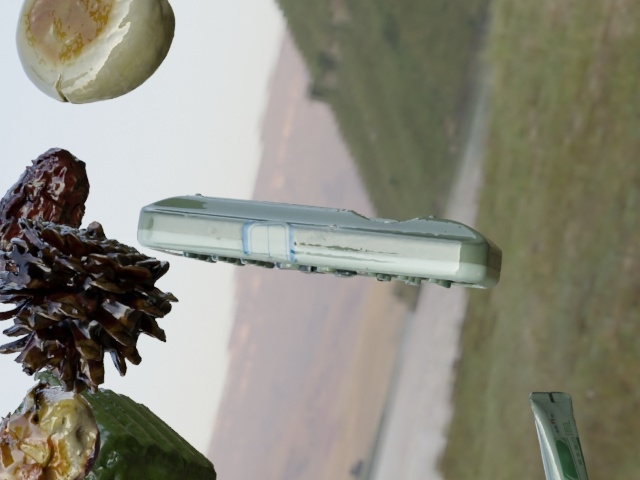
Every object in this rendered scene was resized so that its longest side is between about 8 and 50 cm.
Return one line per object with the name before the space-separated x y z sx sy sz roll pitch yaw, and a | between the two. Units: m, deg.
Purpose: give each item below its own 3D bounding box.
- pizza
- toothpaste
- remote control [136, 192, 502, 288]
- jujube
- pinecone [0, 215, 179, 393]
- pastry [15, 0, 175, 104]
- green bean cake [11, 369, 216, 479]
pizza | -0.273 0.209 1.573 0.305 0.086 0.161 -45 18 44
toothpaste | 0.246 0.253 1.817 0.041 0.064 0.218 -24 70 43
remote control | 0.000 0.000 1.749 0.128 0.335 0.065 28 -112 -75
jujube | -0.309 -0.021 2.045 0.166 0.104 0.104 -55 -10 -17
pinecone | -0.172 0.046 1.323 0.140 0.140 0.120 9 -74 -87
pastry | -0.216 -0.201 1.782 0.092 0.156 0.156 42 -123 -53
green bean cake | -0.258 0.284 1.941 0.250 0.156 0.247 -52 -29 2
